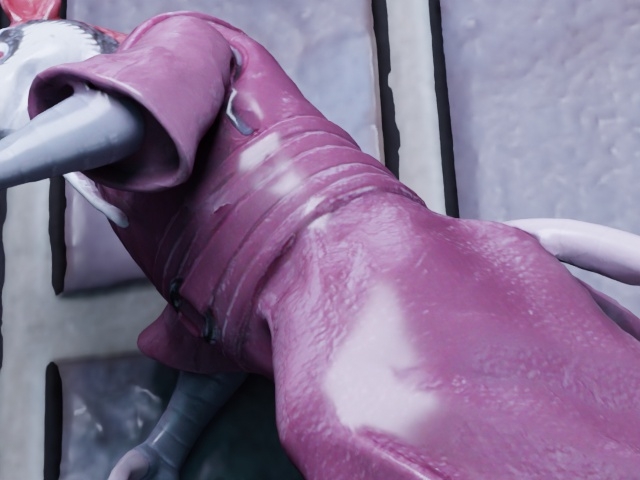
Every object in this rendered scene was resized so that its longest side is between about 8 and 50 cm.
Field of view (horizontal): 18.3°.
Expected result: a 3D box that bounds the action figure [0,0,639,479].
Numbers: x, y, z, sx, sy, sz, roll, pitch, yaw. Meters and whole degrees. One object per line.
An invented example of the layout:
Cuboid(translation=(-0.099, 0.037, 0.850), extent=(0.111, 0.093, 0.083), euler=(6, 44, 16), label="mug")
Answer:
Cuboid(translation=(0.000, 0.000, 0.741), extent=(0.275, 0.248, 0.370), euler=(-39, 67, -10), label="action figure")
